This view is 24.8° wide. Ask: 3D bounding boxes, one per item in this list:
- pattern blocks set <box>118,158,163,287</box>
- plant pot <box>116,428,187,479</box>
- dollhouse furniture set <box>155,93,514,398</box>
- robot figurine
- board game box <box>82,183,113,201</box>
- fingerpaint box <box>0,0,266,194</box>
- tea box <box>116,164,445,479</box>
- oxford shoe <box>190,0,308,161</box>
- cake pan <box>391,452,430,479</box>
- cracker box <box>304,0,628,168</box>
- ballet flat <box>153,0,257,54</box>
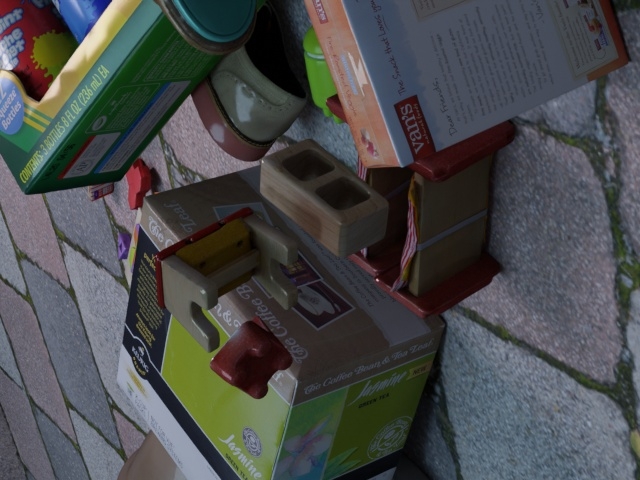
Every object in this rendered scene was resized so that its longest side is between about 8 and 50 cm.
[{"bbox_3d":[-0.255,0.048,2.188,0.325,0.026,0.285,-132,46,-56],"label":"pattern blocks set"},{"bbox_3d":[-0.117,0.310,2.044,0.323,0.323,0.280,44,131,38],"label":"plant pot"},{"bbox_3d":[0.000,0.000,1.375,0.152,0.374,0.201,40,145,35],"label":"dollhouse furniture set"},{"bbox_3d":[0.019,-0.183,1.527,0.101,0.067,0.115,41,148,57],"label":"robot figurine"},{"bbox_3d":[-0.409,-0.182,2.418,0.193,0.045,0.147,53,154,24],"label":"board game box"},{"bbox_3d":[-0.259,-0.332,1.614,0.445,0.163,0.371,-44,70,36],"label":"fingerpaint box"},{"bbox_3d":[-0.062,0.137,1.753,0.329,0.220,0.324,48,141,33],"label":"tea box"},{"bbox_3d":[-0.110,-0.270,1.694,0.130,0.123,0.348,-36,75,36],"label":"oxford shoe"},{"bbox_3d":[0.106,0.390,1.917,0.293,0.054,0.293,45,149,37],"label":"cake pan"},{"bbox_3d":[0.115,-0.169,1.143,0.067,0.232,0.156,4,116,63],"label":"cracker box"},{"bbox_3d":[-0.155,-0.322,1.368,0.124,0.116,0.342,-25,85,57],"label":"ballet flat"}]
